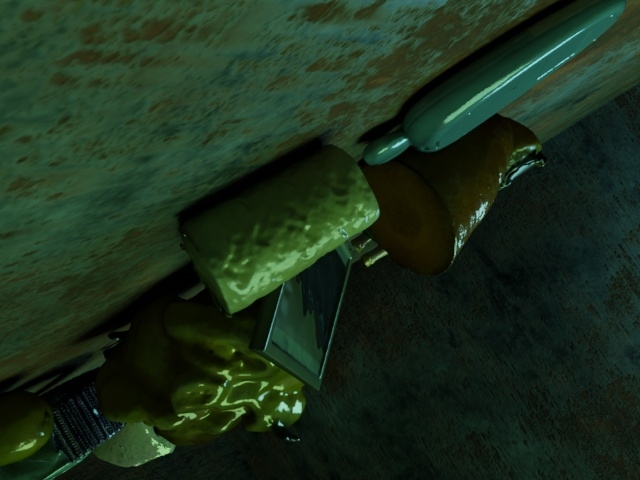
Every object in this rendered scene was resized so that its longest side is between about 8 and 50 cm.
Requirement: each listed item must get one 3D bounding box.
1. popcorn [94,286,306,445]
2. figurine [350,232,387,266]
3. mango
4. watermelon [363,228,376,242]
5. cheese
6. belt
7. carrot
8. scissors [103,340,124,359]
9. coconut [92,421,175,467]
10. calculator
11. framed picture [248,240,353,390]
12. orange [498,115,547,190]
[{"bbox_3d":[-0.117,0.159,1.035,0.316,0.281,0.297,-46,154,17],"label":"popcorn"},{"bbox_3d":[0.168,-0.042,1.346,0.240,0.174,0.116,-39,157,14],"label":"figurine"},{"bbox_3d":[-0.432,0.255,0.992,0.195,0.091,0.130,-27,178,12],"label":"mango"},{"bbox_3d":[0.157,-0.047,1.219,0.202,0.207,0.136,-50,-165,21],"label":"watermelon"},{"bbox_3d":[-0.037,-0.011,0.704,0.167,0.093,0.123,-30,173,-13],"label":"cheese"},{"bbox_3d":[-0.444,0.312,1.185,0.325,0.122,0.260,-27,-173,18],"label":"belt"},{"bbox_3d":[0.163,-0.082,0.963,0.225,0.159,0.159,-40,-179,-33],"label":"carrot"},{"bbox_3d":[-0.221,0.114,1.271,0.300,0.022,0.109,-31,179,-13],"label":"scissors"},{"bbox_3d":[-0.386,0.367,1.641,0.233,0.233,0.245,-30,178,-11],"label":"coconut"},{"bbox_3d":[0.177,-0.161,0.796,0.303,0.042,0.188,-35,175,8],"label":"calculator"},{"bbox_3d":[-0.012,0.062,0.890,0.018,0.192,0.265,10,164,16],"label":"framed picture"},{"bbox_3d":[0.252,-0.131,1.161,0.170,0.112,0.160,-8,-167,17],"label":"orange"}]
